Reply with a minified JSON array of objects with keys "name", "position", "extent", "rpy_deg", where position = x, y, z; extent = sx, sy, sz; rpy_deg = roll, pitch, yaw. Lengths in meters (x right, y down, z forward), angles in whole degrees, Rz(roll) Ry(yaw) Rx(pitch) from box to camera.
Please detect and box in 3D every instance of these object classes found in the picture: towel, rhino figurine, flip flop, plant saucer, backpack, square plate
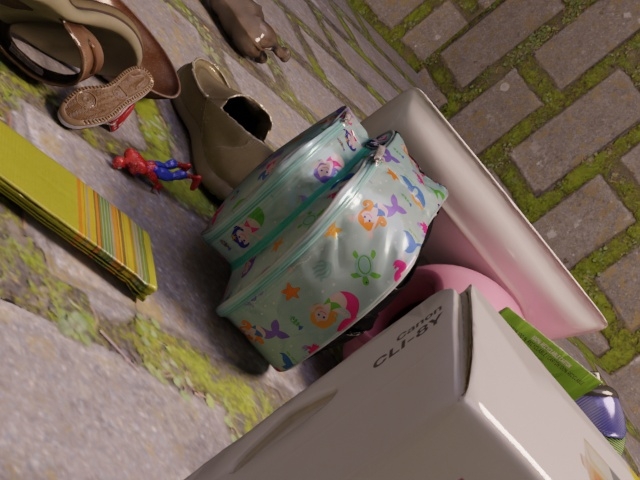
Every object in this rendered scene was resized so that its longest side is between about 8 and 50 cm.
[{"name":"towel","position":[-0.229,-0.043,0.847],"extent":[0.237,0.021,0.102],"rpy_deg":[41,13,-31]},{"name":"rhino figurine","position":[-0.148,-0.400,1.763],"extent":[0.243,0.073,0.106],"rpy_deg":[55,13,19]},{"name":"flip flop","position":[-0.250,-0.187,0.960],"extent":[0.277,0.112,0.080],"rpy_deg":[18,70,-81]},{"name":"plant saucer","position":[-0.243,-0.232,1.190],"extent":[0.198,0.036,0.198],"rpy_deg":[45,17,-18]},{"name":"backpack","position":[0.000,0.000,1.016],"extent":[0.191,0.225,0.253],"rpy_deg":[44,27,-13]},{"name":"square plate","position":[0.113,0.020,1.234],"extent":[0.344,0.347,0.049],"rpy_deg":[50,57,-9]}]

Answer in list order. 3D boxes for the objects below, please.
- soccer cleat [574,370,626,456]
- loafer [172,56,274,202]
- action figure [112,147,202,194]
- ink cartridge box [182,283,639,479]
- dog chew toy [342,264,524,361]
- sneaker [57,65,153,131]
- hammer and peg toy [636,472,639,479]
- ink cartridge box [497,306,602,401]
[{"name":"soccer cleat","position":[0.133,0.184,0.949],"extent":[0.093,0.289,0.121],"rpy_deg":[41,46,-73]},{"name":"loafer","position":[-0.111,-0.146,1.263],"extent":[0.102,0.092,0.268],"rpy_deg":[37,21,-41]},{"name":"action figure","position":[-0.170,-0.072,1.053],"extent":[0.038,0.030,0.115],"rpy_deg":[53,20,26]},{"name":"ink cartridge box","position":[0.094,0.264,0.588],"extent":[0.384,0.279,0.160],"rpy_deg":[49,17,-8]},{"name":"dog chew toy","position":[0.169,0.183,1.143],"extent":[0.332,0.206,0.206],"rpy_deg":[52,14,-28]},{"name":"sneaker","position":[-0.222,-0.129,1.028],"extent":[0.042,0.067,0.118],"rpy_deg":[54,46,-1]},{"name":"hammer and peg toy","position":[0.324,0.418,0.990],"extent":[0.361,0.127,0.266],"rpy_deg":[58,-27,19]},{"name":"ink cartridge box","position":[0.104,0.188,0.818],"extent":[0.189,0.255,0.097],"rpy_deg":[35,22,-44]}]
